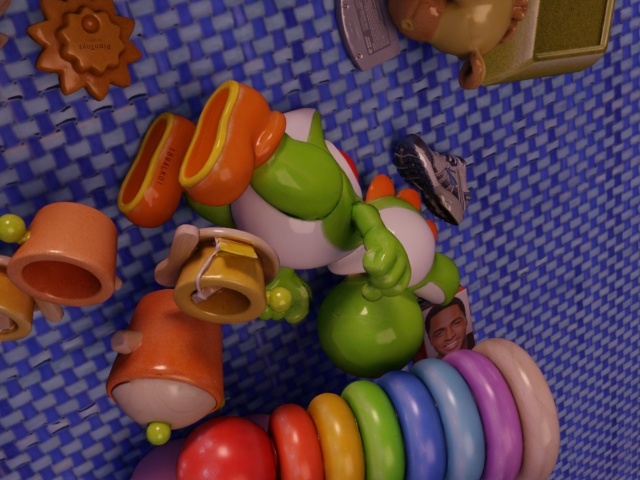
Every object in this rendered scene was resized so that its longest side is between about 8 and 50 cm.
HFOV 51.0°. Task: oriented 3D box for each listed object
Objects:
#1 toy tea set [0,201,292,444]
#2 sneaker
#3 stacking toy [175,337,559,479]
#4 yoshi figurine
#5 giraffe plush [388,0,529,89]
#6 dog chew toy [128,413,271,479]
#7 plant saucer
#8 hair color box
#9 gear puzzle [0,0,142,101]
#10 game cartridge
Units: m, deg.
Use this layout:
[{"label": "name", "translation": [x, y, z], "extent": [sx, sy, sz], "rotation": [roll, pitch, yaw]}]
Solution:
[{"label": "toy tea set", "translation": [-0.200, 0.064, 0.503], "extent": [0.336, 0.124, 0.200], "rotation": [12, 144, -14]}, {"label": "sneaker", "translation": [0.128, -0.077, 0.734], "extent": [0.058, 0.052, 0.135], "rotation": [-53, 133, -11]}, {"label": "stacking toy", "translation": [0.038, 0.185, 0.605], "extent": [0.331, 0.141, 0.141], "rotation": [-9, 115, -15]}, {"label": "yoshi figurine", "translation": [-0.001, 0.024, 0.630], "extent": [0.362, 0.203, 0.203], "rotation": [29, 111, -37]}, {"label": "giraffe plush", "translation": [0.126, -0.242, 0.596], "extent": [0.181, 0.210, 0.170], "rotation": [-50, 163, -30]}, {"label": "dog chew toy", "translation": [-0.044, 0.275, 0.705], "extent": [0.332, 0.206, 0.206], "rotation": [5, 109, -22]}, {"label": "plant saucer", "translation": [0.253, -0.261, 0.700], "extent": [0.188, 0.045, 0.188], "rotation": [-16, 118, -32]}, {"label": "hair color box", "translation": [0.149, 0.122, 0.830], "extent": [0.072, 0.043, 0.141], "rotation": [-26, 120, -16]}, {"label": "gear puzzle", "translation": [-0.256, -0.209, 0.433], "extent": [0.339, 0.044, 0.175], "rotation": [42, 68, -35]}, {"label": "game cartridge", "translation": [0.044, -0.209, 0.645], "extent": [0.056, 0.017, 0.083], "rotation": [-30, 122, -18]}]
